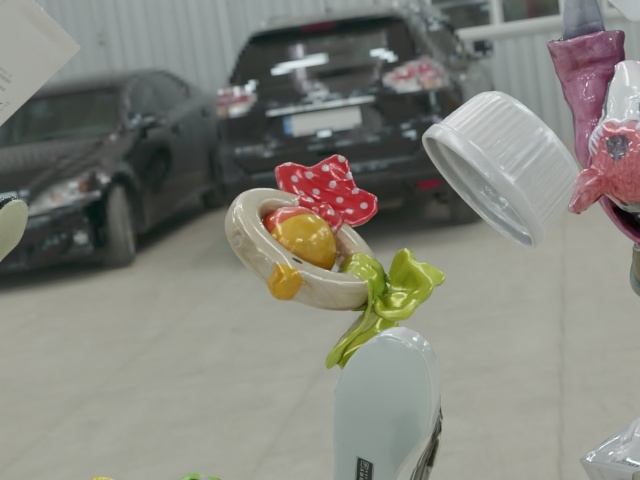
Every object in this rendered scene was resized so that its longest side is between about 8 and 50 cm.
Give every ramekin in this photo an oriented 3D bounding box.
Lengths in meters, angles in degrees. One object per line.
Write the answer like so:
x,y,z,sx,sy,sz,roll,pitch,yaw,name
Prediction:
0.241,-0.099,1.693,0.109,0.207,0.207,-44,15,-5,ramekin

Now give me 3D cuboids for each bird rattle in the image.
0.000,0.000,1.285,0.207,0.253,0.143,12,-50,-42,bird rattle

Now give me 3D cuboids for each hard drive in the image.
-0.353,-0.096,1.116,0.307,0.040,0.203,-43,-9,-1,hard drive

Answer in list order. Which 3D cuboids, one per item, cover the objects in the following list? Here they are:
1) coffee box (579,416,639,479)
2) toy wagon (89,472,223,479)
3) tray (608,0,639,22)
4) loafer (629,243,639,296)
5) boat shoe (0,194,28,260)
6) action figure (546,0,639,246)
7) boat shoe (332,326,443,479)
0.409,0.325,1.425,0.098,0.246,0.141,-32,7,-16,coffee box
0.067,0.170,0.465,0.344,0.068,0.267,33,1,-1,toy wagon
0.237,-0.329,1.163,0.145,0.270,0.030,-43,-12,3,tray
0.363,-0.054,1.304,0.094,0.087,0.251,4,50,16,loafer
-0.319,0.007,1.226,0.049,0.133,0.042,-3,43,-52,boat shoe
0.243,-0.079,0.825,0.248,0.276,0.370,32,43,25,action figure
0.053,0.145,0.982,0.078,0.219,0.070,27,39,21,boat shoe
